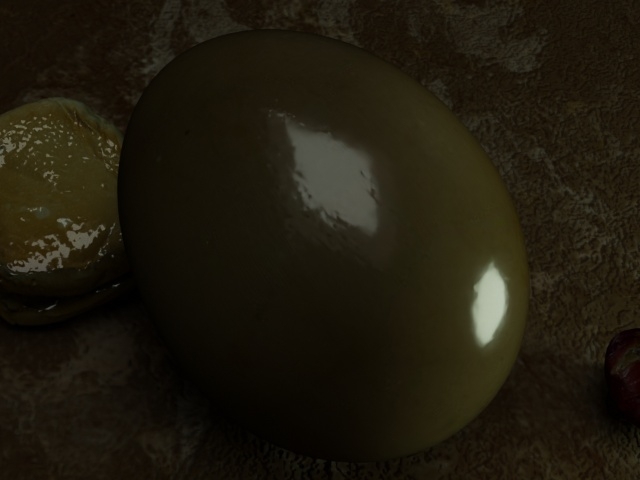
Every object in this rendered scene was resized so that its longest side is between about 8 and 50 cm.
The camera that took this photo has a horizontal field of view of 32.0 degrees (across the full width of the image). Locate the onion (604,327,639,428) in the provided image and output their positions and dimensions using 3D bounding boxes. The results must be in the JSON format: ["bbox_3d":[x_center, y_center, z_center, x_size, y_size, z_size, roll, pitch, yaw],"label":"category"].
[{"bbox_3d":[0.301,0.132,1.014,0.107,0.097,0.107,38,22,-18],"label":"onion"}]

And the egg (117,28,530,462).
[{"bbox_3d":[0.000,0.000,0.905,0.301,0.301,0.374,-28,81,-31],"label":"egg"}]

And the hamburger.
[{"bbox_3d":[-0.242,-0.030,1.014,0.213,0.108,0.214,5,49,-6],"label":"hamburger"}]
